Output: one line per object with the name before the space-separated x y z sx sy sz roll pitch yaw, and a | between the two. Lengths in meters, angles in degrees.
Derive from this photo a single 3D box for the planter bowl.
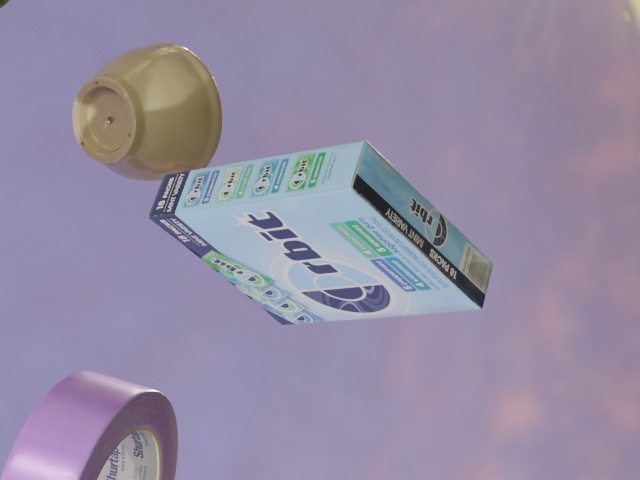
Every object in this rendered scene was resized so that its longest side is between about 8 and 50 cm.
planter bowl | -0.205 -0.137 1.692 0.109 0.162 0.162 -14 -94 -53

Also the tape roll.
tape roll | -0.260 0.289 1.710 0.275 0.090 0.274 13 -90 -72

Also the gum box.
gum box | 0.000 0.000 1.053 0.157 0.184 0.041 41 -125 -38

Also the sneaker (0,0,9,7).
sneaker | -0.374 -0.232 1.071 0.134 0.343 0.146 -66 -12 -46
